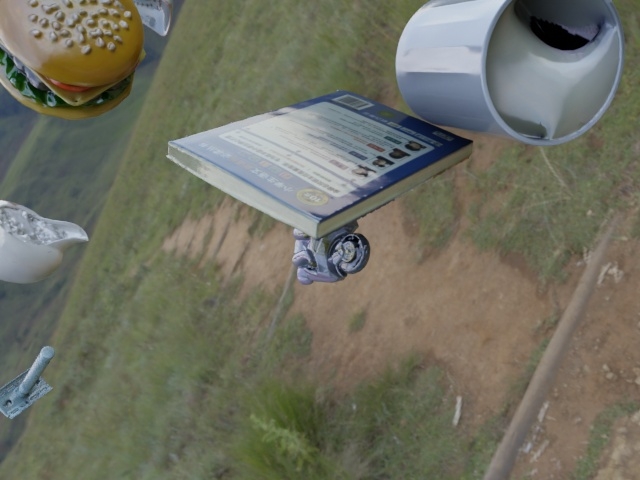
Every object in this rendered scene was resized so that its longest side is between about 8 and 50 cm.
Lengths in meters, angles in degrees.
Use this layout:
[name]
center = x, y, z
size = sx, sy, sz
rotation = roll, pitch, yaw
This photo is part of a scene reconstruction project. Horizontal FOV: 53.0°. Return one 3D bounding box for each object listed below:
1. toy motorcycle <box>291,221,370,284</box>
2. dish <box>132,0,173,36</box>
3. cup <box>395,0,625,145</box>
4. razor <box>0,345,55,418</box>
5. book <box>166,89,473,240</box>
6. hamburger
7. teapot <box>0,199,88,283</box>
[toy motorcycle]
center = 0.000, 0.000, 1.069
size = 0.152, 0.073, 0.225
rotation = -54, 43, 24
[dish]
center = -0.445, -0.587, 1.515
size = 0.151, 0.212, 0.077
rotation = 139, 150, -69
[cup]
center = 0.296, -0.322, 1.025
size = 0.323, 0.236, 0.327
rotation = -62, 21, 6
[razor]
center = -0.574, 0.271, 1.284
size = 0.232, 0.068, 0.106
rotation = -42, -1, 44
[book]
center = 0.018, -0.145, 1.021
size = 0.300, 0.428, 0.039
rotation = 30, 128, 29
[hamburger]
center = -0.263, -0.208, 0.672
size = 0.115, 0.162, 0.162
rotation = -34, 37, 55
[teapot]
center = -0.639, -0.008, 1.326
size = 0.139, 0.298, 0.204
rotation = -45, 57, 18
